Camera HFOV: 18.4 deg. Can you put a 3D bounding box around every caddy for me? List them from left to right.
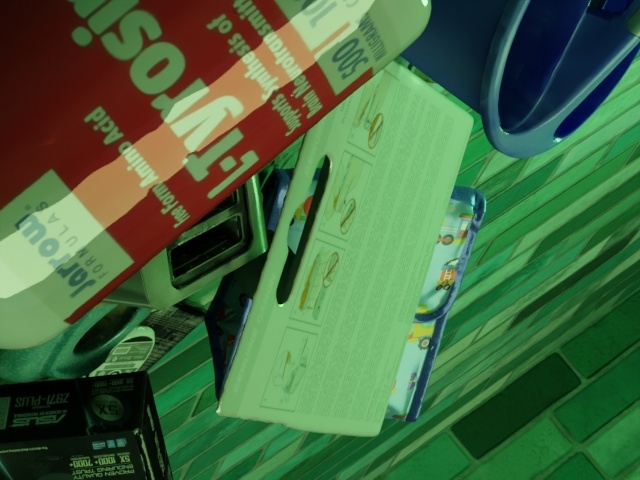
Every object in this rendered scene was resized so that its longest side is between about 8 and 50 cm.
[{"bbox_3d":[0.193,-0.229,1.484,0.241,0.179,0.341,0,119,-60],"label":"caddy"}]

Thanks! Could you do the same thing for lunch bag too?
[{"bbox_3d":[0.027,0.029,2.020,0.221,0.138,0.293,7,128,-17],"label":"lunch bag"}]

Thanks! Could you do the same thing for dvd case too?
[{"bbox_3d":[-0.223,0.136,2.074,0.221,0.018,0.164,-42,166,5],"label":"dvd case"}]

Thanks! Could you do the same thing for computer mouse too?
[{"bbox_3d":[-0.231,0.143,1.973,0.106,0.042,0.193,3,132,-51],"label":"computer mouse"}]

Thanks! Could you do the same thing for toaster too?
[{"bbox_3d":[-0.128,-0.052,1.420,0.185,0.110,0.168,-30,119,-47],"label":"toaster"}]

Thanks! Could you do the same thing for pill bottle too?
[{"bbox_3d":[-0.156,-0.087,1.140,0.407,0.229,0.229,-40,166,-2],"label":"pill bottle"}]

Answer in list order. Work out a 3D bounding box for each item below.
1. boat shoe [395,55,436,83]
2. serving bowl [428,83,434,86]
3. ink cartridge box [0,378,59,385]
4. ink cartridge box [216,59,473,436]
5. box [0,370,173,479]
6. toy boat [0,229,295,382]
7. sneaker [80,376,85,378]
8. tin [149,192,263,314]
[{"bbox_3d":[0.163,-0.193,1.891,0.302,0.094,0.109,-22,150,-57],"label":"boat shoe"},{"bbox_3d":[0.083,-0.157,1.948,0.083,0.027,0.083,-37,165,-12],"label":"serving bowl"},{"bbox_3d":[-0.284,0.167,1.812,0.181,0.062,0.104,-31,-160,-21],"label":"ink cartridge box"},{"bbox_3d":[0.000,0.000,1.631,0.385,0.091,0.308,21,86,-69],"label":"ink cartridge box"},{"bbox_3d":[-0.224,0.196,1.678,0.180,0.077,0.147,-5,128,4],"label":"box"},{"bbox_3d":[-0.136,0.015,1.664,0.267,0.148,0.318,-49,163,31],"label":"toy boat"},{"bbox_3d":[-0.298,0.167,1.924,0.166,0.065,0.076,-37,-178,1],"label":"sneaker"},{"bbox_3d":[-0.126,0.005,1.893,0.106,0.040,0.190,-15,151,-51],"label":"tin"}]
